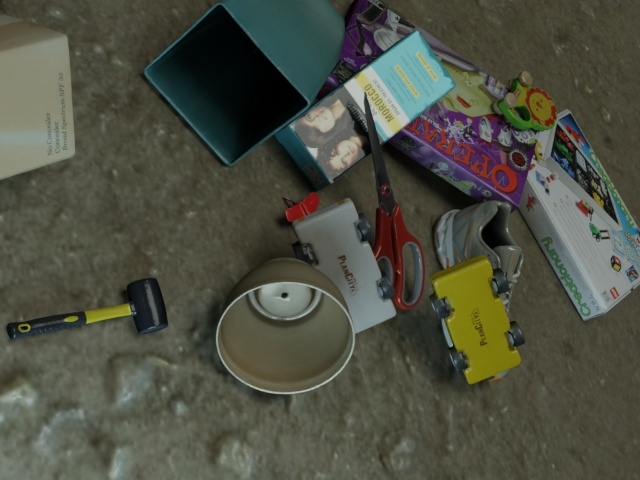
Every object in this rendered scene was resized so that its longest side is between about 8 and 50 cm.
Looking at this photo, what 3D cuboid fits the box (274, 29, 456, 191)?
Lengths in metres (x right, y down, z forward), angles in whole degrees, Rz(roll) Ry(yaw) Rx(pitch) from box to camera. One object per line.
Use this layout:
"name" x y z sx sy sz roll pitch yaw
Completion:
"box" 0.063 -0.179 1.653 0.244 0.060 0.100 -39 97 -21

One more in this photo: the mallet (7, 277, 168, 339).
"mallet" -0.253 0.093 1.340 0.190 0.039 0.062 -18 84 -39

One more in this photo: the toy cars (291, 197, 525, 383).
"toy cars" 0.113 0.059 1.578 0.394 0.176 0.087 22 21 -24

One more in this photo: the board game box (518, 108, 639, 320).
"board game box" 0.412 -0.046 1.945 0.193 0.053 0.305 -29 89 -43

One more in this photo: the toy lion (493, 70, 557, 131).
"toy lion" 0.318 -0.202 1.837 0.096 0.034 0.100 47 49 -11

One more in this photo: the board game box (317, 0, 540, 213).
"board game box" 0.167 -0.204 1.789 0.347 0.056 0.208 32 56 -13

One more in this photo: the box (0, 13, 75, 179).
"box" -0.409 -0.124 1.213 0.311 0.121 0.148 -26 127 -43

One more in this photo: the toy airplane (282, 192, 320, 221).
"toy airplane" 0.000 0.000 1.596 0.151 0.028 0.151 17 60 -32

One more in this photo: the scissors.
"scissors" 0.096 -0.051 1.634 0.109 0.021 0.297 -3 95 -32

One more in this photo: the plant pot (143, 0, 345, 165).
"plant pot" -0.075 -0.249 1.572 0.165 0.166 0.234 48 39 -11

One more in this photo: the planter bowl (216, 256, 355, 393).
"planter bowl" -0.042 0.087 1.447 0.162 0.162 0.109 36 25 -22

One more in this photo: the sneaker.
"sneaker" 0.236 0.064 1.698 0.099 0.121 0.262 6 66 -39
